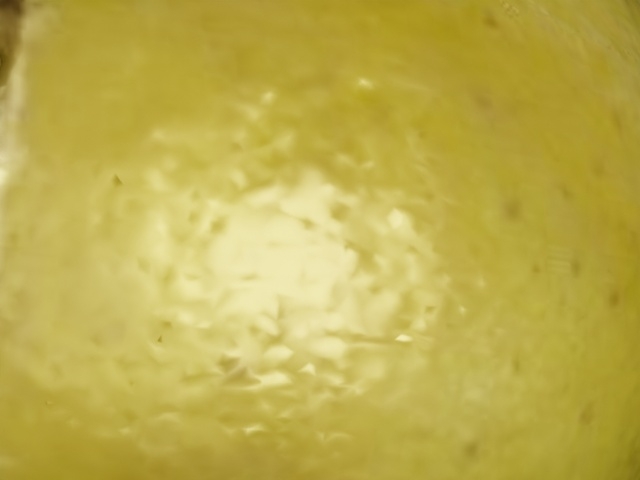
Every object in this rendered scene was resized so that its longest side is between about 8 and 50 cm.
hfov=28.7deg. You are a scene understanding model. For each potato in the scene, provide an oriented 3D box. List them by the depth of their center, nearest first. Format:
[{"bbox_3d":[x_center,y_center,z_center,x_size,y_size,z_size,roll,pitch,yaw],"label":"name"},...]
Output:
[{"bbox_3d":[0.000,0.000,0.568,0.319,0.385,0.442,9,53,-10],"label":"potato"}]
